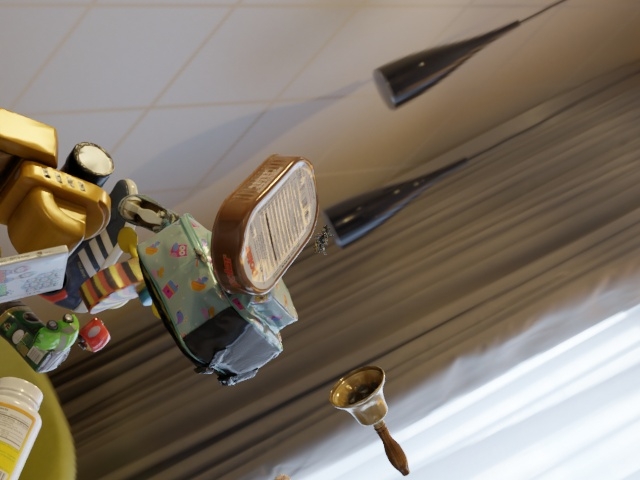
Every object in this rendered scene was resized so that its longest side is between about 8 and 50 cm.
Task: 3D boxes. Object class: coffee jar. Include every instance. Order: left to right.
[{"bbox_3d":[-0.667,0.215,1.632,0.184,0.079,0.096,40,8,13],"label":"coffee jar"}]

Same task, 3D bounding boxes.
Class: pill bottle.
[{"bbox_3d":[-0.539,0.337,1.179,0.214,0.117,0.117,-80,155,-44],"label":"pill bottle"}]

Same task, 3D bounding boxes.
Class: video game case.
[{"bbox_3d":[-0.505,0.062,1.209,0.019,0.143,0.157,66,-31,18],"label":"video game case"}]

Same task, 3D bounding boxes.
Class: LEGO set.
[{"bbox_3d":[0.000,-0.002,1.291,0.083,0.024,0.054,18,75,-69],"label":"LEGO set"}]

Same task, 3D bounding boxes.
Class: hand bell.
[{"bbox_3d":[0.129,0.394,1.490,0.242,0.126,0.126,60,-3,-17],"label":"hand bell"}]

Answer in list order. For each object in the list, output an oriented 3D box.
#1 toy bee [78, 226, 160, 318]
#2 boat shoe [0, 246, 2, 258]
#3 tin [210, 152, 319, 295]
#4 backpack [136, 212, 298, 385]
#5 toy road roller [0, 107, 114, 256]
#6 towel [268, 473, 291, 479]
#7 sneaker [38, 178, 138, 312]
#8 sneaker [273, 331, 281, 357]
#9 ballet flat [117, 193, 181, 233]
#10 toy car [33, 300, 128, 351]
[{"bbox_3d":[-0.332,0.043,1.445,0.195,0.298,0.162,43,-46,0],"label":"toy bee"},{"bbox_3d":[-0.985,0.016,2.028,0.224,0.073,0.080,17,-78,37],"label":"boat shoe"},{"bbox_3d":[-0.051,-0.020,0.744,0.189,0.040,0.106,-54,138,-49],"label":"tin"},{"bbox_3d":[-0.126,0.056,0.857,0.188,0.144,0.166,47,-2,26],"label":"backpack"},{"bbox_3d":[-0.582,-0.090,1.429,0.330,0.202,0.240,22,41,-36],"label":"toy road roller"},{"bbox_3d":[-0.133,0.517,0.994,0.053,0.332,0.316,-133,-160,-66],"label":"towel"},{"bbox_3d":[-0.549,0.004,1.665,0.148,0.349,0.131,22,9,-36],"label":"sneaker"},{"bbox_3d":[-0.128,0.181,1.390,0.074,0.063,0.170,-67,147,-43],"label":"sneaker"},{"bbox_3d":[-0.349,-0.057,1.416,0.189,0.070,0.070,18,-32,32],"label":"ballet flat"},{"bbox_3d":[-0.487,0.177,1.472,0.053,0.239,0.225,39,27,13],"label":"toy car"}]
